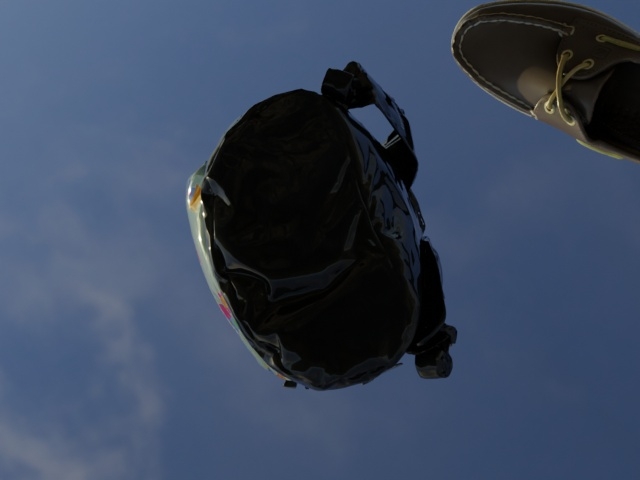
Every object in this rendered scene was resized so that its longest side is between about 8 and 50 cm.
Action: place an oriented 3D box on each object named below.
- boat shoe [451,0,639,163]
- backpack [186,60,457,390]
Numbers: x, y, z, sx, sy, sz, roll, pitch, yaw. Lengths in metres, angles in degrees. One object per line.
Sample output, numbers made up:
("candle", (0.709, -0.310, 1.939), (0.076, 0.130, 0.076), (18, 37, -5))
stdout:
("boat shoe", (0.263, -0.136, 1.393), (0.324, 0.117, 0.096), (24, -160, 13))
("backpack", (0.000, 0.000, 0.761), (0.115, 0.152, 0.182), (-15, 179, 6))
